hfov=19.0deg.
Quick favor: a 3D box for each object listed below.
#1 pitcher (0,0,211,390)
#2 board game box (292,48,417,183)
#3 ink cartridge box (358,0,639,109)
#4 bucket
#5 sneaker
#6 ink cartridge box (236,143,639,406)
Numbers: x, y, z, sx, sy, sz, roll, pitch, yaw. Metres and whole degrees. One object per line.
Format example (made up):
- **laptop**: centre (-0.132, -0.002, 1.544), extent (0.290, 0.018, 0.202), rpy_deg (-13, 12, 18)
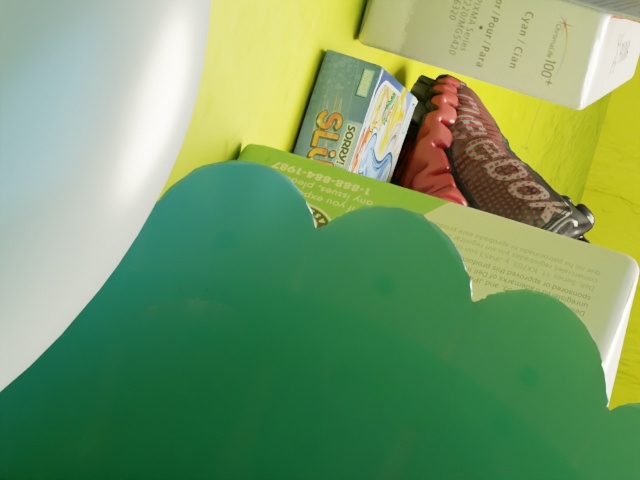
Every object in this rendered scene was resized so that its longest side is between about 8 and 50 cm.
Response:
- **pitcher**: centre (-0.119, -0.013, 0.357), extent (0.207, 0.125, 0.178), rpy_deg (-58, 150, -11)
- **board game box**: centre (0.000, 0.000, 1.094), extent (0.136, 0.035, 0.201), rpy_deg (14, 94, -79)
- **ink cartridge box**: centre (0.185, -0.125, 1.203), extent (0.296, 0.261, 0.066), rpy_deg (-29, 135, -73)
- **bucket**: centre (-0.030, 0.127, 0.584), extent (0.281, 0.281, 0.183), rpy_deg (-56, 169, -54)
- **sneaker**: centre (0.101, -0.011, 1.192), extent (0.276, 0.135, 0.097), rpy_deg (-88, -163, -59)
- **ink cartridge box**: centre (-0.006, 0.131, 0.833), extent (0.119, 0.207, 0.353), rpy_deg (95, 17, -44)
